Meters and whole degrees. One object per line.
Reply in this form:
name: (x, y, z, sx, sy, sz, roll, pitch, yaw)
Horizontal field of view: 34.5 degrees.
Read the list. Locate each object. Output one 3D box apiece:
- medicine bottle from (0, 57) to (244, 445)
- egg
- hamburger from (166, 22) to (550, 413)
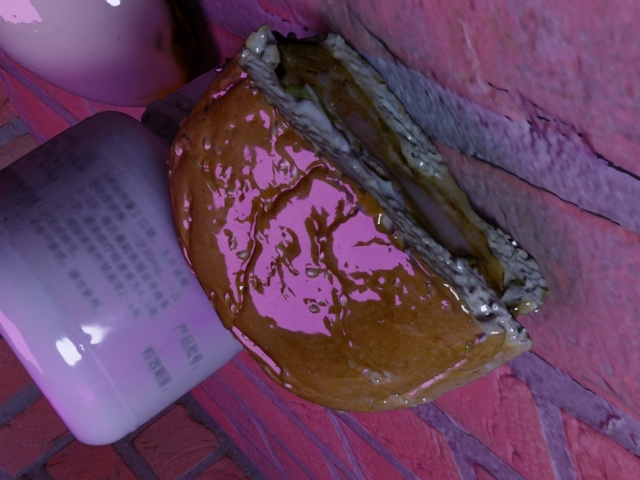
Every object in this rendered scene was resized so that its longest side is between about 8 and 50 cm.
medicine bottle: (-0.146, -0.002, 0.936, 0.256, 0.325, 0.256, 47, 162, 20)
egg: (-0.254, -0.235, 1.047, 0.264, 0.174, 0.286, 45, 164, 41)
hamburger: (0.000, 0.000, 0.753, 0.309, 0.132, 0.211, 49, 130, 9)
